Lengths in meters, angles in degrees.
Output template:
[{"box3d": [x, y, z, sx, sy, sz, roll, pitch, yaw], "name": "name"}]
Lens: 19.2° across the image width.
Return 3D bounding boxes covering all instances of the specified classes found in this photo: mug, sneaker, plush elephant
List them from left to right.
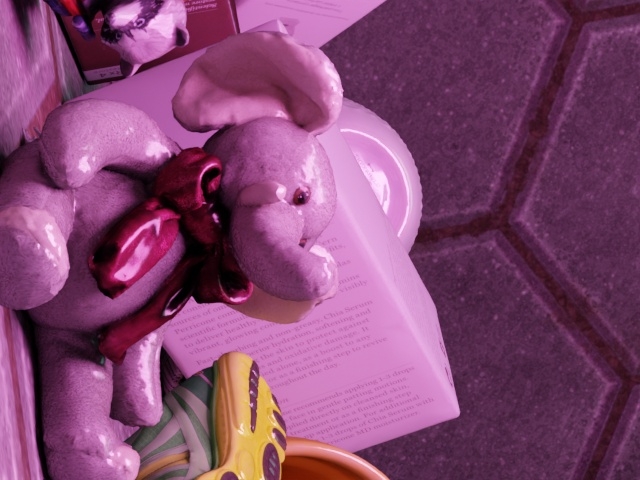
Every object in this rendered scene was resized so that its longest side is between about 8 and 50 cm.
[{"box3d": [-0.100, 0.202, 1.442, 0.109, 0.123, 0.295, 57, 20, -21], "name": "sneaker"}, {"box3d": [-0.094, -0.004, 1.392, 0.330, 0.255, 0.272, -99, 178, -55], "name": "plush elephant"}, {"box3d": [0.000, 0.000, 2.258, 0.374, 0.276, 0.328, 66, -15, -5], "name": "mug"}]

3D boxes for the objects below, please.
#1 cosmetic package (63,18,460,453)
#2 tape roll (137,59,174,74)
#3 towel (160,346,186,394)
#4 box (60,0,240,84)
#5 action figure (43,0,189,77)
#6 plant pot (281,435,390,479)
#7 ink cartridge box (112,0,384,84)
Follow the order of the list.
[{"box3d": [-0.048, 0.026, 1.845, 0.453, 0.230, 0.161, 60, 14, -45], "name": "cosmetic package"}, {"box3d": [-0.118, -0.082, 1.917, 0.219, 0.219, 0.072, 79, 1, -48], "name": "tape roll"}, {"box3d": [-0.136, 0.242, 2.085, 0.312, 0.056, 0.324, -127, -157, -73], "name": "towel"}, {"box3d": [-0.180, -0.292, 1.915, 0.167, 0.168, 0.203, 80, -1, -66], "name": "box"}, {"box3d": [-0.189, -0.297, 1.541, 0.341, 0.179, 0.330, -119, -172, -83], "name": "action figure"}, {"box3d": [-0.053, 0.302, 1.748, 0.239, 0.254, 0.254, 173, -93, -76], "name": "plant pot"}, {"box3d": [-0.085, -0.344, 2.126, 0.385, 0.160, 0.279, -30, -118, 47], "name": "ink cartridge box"}]
